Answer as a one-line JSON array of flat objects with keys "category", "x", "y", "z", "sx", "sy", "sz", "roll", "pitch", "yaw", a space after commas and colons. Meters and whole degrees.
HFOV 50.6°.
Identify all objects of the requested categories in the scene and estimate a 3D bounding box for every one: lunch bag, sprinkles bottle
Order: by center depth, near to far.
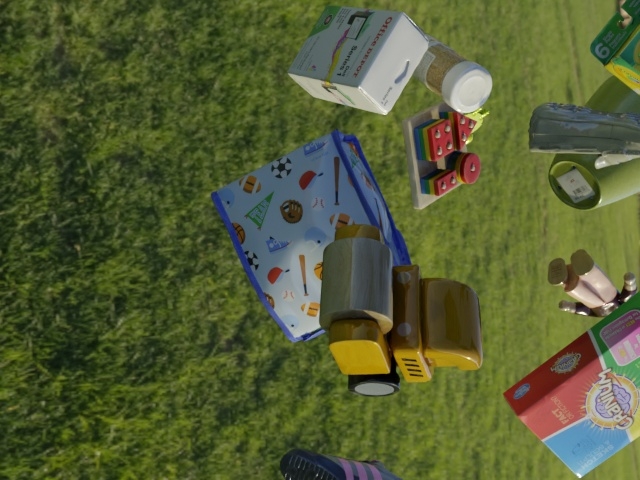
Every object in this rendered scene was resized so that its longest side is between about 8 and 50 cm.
[{"category": "lunch bag", "x": 0.000, "y": 0.000, "z": 1.502, "sx": 0.386, "sy": 0.327, "sz": 0.239, "roll": 65, "pitch": 18, "yaw": 3}, {"category": "sprinkles bottle", "x": 0.306, "y": -0.460, "z": 1.787, "sx": 0.121, "sy": 0.121, "sz": 0.355, "roll": 58, "pitch": -2, "yaw": -41}]

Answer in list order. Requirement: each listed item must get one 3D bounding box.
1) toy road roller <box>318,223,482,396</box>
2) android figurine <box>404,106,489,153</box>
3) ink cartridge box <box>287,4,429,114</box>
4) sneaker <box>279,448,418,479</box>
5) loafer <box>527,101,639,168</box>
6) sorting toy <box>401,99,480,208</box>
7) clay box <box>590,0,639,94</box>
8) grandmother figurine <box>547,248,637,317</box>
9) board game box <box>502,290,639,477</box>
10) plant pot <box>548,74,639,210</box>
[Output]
[{"category": "toy road roller", "x": 0.146, "y": 0.125, "z": 1.146, "sx": 0.330, "sy": 0.240, "sz": 0.203, "roll": 63, "pitch": 26, "yaw": -56}, {"category": "android figurine", "x": 0.398, "y": -0.335, "z": 2.112, "sx": 0.248, "sy": 0.272, "sz": 0.056, "roll": 8, "pitch": 52, "yaw": -59}, {"category": "ink cartridge box", "x": 0.083, "y": -0.427, "z": 1.581, "sx": 0.117, "sy": 0.278, "sz": 0.201, "roll": 33, "pitch": 86, "yaw": -42}, {"category": "sneaker", "x": 0.070, "y": 0.507, "z": 1.429, "sx": 0.112, "sy": 0.318, "sz": 0.131, "roll": -63, "pitch": 179, "yaw": 31}, {"category": "loafer", "x": 0.572, "y": -0.195, "z": 1.336, "sx": 0.112, "sy": 0.319, "sz": 0.112, "roll": -33, "pitch": 132, "yaw": -52}, {"category": "sorting toy", "x": 0.354, "y": -0.247, "z": 1.893, "sx": 0.255, "sy": 0.089, "sz": 0.257, "roll": -31, "pitch": 119, "yaw": -38}, {"category": "clay box", "x": 0.471, "y": -0.228, "z": 0.863, "sx": 0.222, "sy": 0.127, "sz": 0.053, "roll": 38, "pitch": 0, "yaw": 0}, {"category": "grandmother figurine", "x": 0.715, "y": 0.148, "z": 1.739, "sx": 0.342, "sy": 0.207, "sz": 0.104, "roll": 32, "pitch": 56, "yaw": -31}, {"category": "board game box", "x": 0.530, "y": 0.267, "z": 1.235, "sx": 0.242, "sy": 0.316, "sz": 0.064, "roll": 44, "pitch": 12, "yaw": -27}, {"category": "plant pot", "x": 0.674, "y": -0.204, "z": 1.570, "sx": 0.293, "sy": 0.274, "sz": 0.275, "roll": -37, "pitch": 122, "yaw": -24}]
